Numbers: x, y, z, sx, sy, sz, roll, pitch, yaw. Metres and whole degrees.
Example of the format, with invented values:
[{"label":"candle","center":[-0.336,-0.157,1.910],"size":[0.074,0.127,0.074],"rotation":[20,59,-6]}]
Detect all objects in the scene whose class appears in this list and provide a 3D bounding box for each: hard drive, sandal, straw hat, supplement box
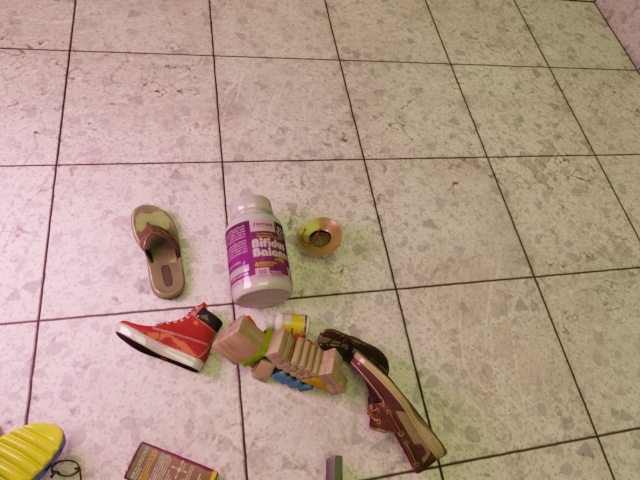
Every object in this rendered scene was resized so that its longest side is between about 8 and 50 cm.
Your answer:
[{"label":"hard drive","center":[0.031,0.564,1.084],"size":[0.022,0.135,0.094],"rotation":[4,61,-5]},{"label":"sandal","center":[-0.683,0.527,0.960],"size":[0.126,0.138,0.317],"rotation":[34,54,16]},{"label":"straw hat","center":[0.000,0.000,1.421],"size":[0.144,0.061,0.145],"rotation":[-3,60,6]},{"label":"supplement box","center":[-0.334,0.534,1.042],"size":[0.188,0.104,0.081],"rotation":[22,60,0]},{"label":"sandal","center":[-0.454,0.019,1.301],"size":[0.120,0.086,0.303],"rotation":[-18,68,-20]},{"label":"sandal","center":[0.093,0.313,1.274],"size":[0.219,0.060,0.090],"rotation":[26,92,2]}]

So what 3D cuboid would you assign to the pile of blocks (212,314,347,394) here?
[{"label":"pile of blocks","center":[-0.097,0.301,1.219],"size":[0.362,0.149,0.113],"rotation":[26,36,-7]}]

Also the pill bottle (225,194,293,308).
[{"label":"pill bottle","center":[-0.182,0.026,1.307],"size":[0.169,0.169,0.302],"rotation":[-6,64,-15]}]

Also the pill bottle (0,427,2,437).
[{"label":"pill bottle","center":[-0.779,0.408,0.924],"size":[0.153,0.265,0.153],"rotation":[5,61,-9]}]

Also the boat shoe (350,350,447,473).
[{"label":"boat shoe","center":[0.175,0.446,1.181],"size":[0.123,0.123,0.342],"rotation":[-39,91,-4]}]

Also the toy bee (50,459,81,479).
[{"label":"toy bee","center":[-0.464,0.608,0.966],"size":[0.195,0.298,0.162],"rotation":[17,86,-41]}]

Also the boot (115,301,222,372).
[{"label":"boot","center":[-0.393,0.223,1.210],"size":[0.244,0.088,0.176],"rotation":[24,60,-8]}]

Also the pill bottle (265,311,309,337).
[{"label":"pill bottle","center":[-0.091,0.234,1.275],"size":[0.116,0.065,0.065],"rotation":[8,61,-7]}]
